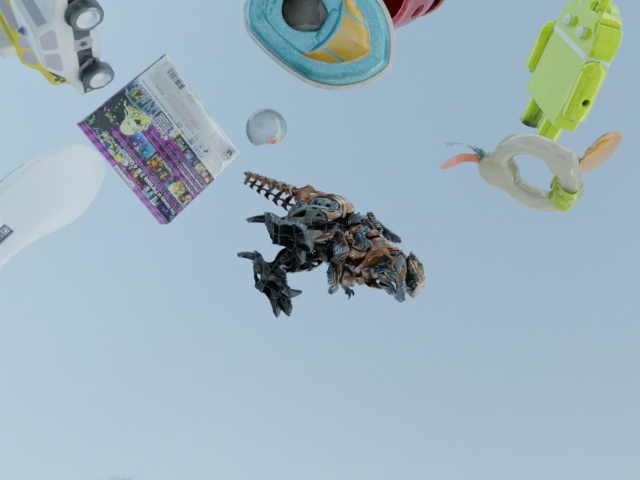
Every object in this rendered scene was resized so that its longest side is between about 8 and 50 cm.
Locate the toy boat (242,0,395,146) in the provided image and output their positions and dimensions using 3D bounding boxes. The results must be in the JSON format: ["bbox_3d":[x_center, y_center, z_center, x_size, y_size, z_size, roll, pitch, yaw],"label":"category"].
[{"bbox_3d":[-0.026,-0.297,1.158,0.267,0.148,0.318,27,-80,-2],"label":"toy boat"}]

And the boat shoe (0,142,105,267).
[{"bbox_3d":[-0.440,-0.036,0.978,0.301,0.108,0.102,-45,-133,-11],"label":"boat shoe"}]

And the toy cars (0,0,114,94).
[{"bbox_3d":[-0.324,-0.245,0.799,0.087,0.393,0.177,-28,-65,-20],"label":"toy cars"}]

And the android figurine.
[{"bbox_3d":[0.425,-0.302,1.203,0.056,0.248,0.273,10,-54,-10],"label":"android figurine"}]

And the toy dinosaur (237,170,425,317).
[{"bbox_3d":[0.000,0.000,1.068,0.321,0.218,0.164,19,-56,37],"label":"toy dinosaur"}]

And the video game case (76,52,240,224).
[{"bbox_3d":[-0.283,-0.182,1.266,0.041,0.210,0.232,-4,-51,52],"label":"video game case"}]

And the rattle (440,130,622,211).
[{"bbox_3d":[0.285,-0.130,0.973,0.199,0.130,0.143,20,-106,45],"label":"rattle"}]

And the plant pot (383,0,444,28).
[{"bbox_3d":[0.140,-0.496,1.316,0.191,0.174,0.191,19,-59,35],"label":"plant pot"}]
